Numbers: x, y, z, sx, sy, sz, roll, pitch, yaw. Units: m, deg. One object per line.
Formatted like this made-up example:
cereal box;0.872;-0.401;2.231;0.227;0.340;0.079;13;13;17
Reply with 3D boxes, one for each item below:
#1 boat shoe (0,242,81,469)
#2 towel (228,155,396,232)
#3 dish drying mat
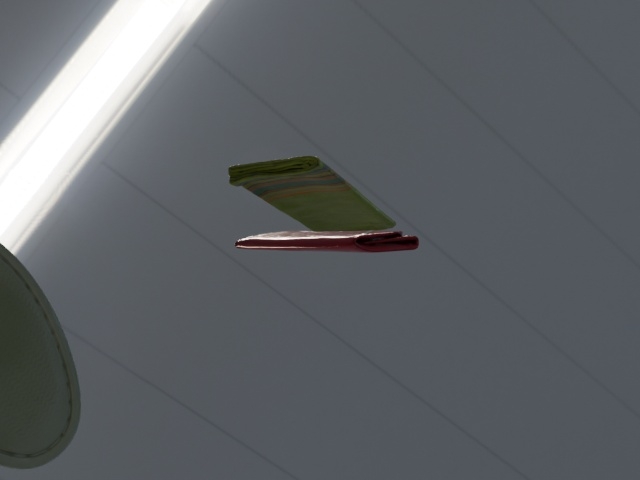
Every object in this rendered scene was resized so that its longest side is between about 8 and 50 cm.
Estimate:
boat shoe;-0.319;0.038;0.621;0.340;0.113;0.127;47;-130;-11
towel;-0.001;-0.041;0.910;0.237;0.102;0.021;32;-123;-62
dish drying mat;0.000;0.000;0.329;0.032;0.083;0.008;-5;-86;-35
